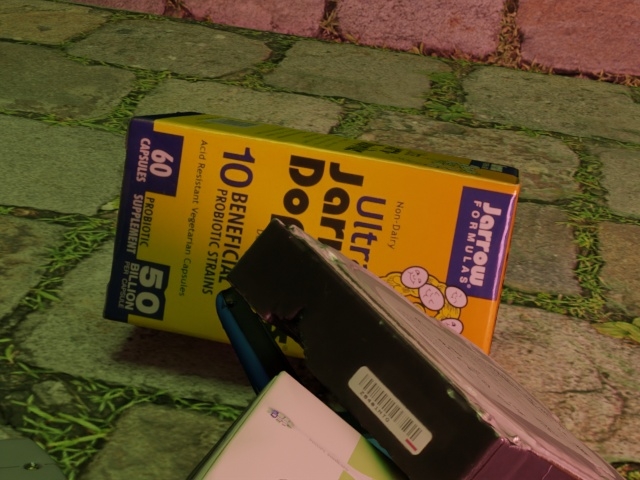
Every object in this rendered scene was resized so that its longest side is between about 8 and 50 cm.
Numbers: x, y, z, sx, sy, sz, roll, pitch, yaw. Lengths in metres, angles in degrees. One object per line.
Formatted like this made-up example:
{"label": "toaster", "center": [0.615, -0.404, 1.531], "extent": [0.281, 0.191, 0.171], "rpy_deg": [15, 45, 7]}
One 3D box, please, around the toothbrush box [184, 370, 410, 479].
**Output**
{"label": "toothbrush box", "center": [0.024, 0.234, 0.581], "extent": [0.283, 0.122, 0.206], "rpy_deg": [40, 28, -1]}

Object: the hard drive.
{"label": "hard drive", "center": [0.108, 0.124, 0.794], "extent": [0.339, 0.064, 0.237], "rpy_deg": [36, 6, -48]}

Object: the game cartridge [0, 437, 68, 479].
{"label": "game cartridge", "center": [-0.252, 0.204, 0.725], "extent": [0.198, 0.062, 0.297], "rpy_deg": [3, 11, -15]}

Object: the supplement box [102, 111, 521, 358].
{"label": "supplement box", "center": [0.000, 0.000, 1.100], "extent": [0.356, 0.194, 0.195], "rpy_deg": [10, 10, 8]}

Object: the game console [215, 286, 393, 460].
{"label": "game console", "center": [0.071, 0.158, 0.859], "extent": [0.173, 0.250, 0.293], "rpy_deg": [-27, 32, -9]}
